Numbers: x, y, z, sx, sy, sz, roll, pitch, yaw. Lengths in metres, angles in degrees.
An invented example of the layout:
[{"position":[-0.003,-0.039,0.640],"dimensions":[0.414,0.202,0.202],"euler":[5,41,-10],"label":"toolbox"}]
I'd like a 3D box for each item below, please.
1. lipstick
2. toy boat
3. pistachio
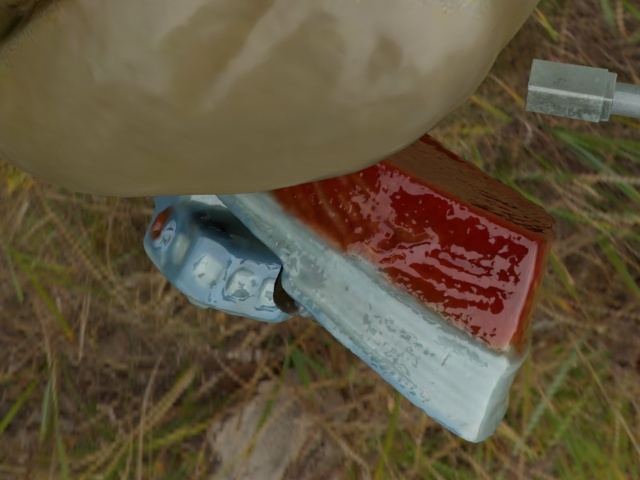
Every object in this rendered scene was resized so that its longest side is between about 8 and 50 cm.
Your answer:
[{"position":[0.217,-0.104,1.085],"dimensions":[0.129,0.030,0.030],"euler":[10,148,8],"label":"lipstick"},{"position":[0.000,0.000,0.748],"dimensions":[0.145,0.332,0.133],"euler":[17,103,-35],"label":"toy boat"},{"position":[-0.027,-0.074,0.422],"dimensions":[0.226,0.136,0.136],"euler":[-13,123,47],"label":"pistachio"}]
